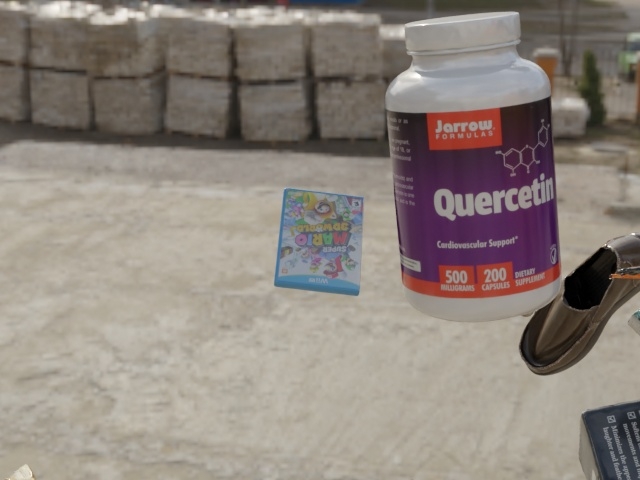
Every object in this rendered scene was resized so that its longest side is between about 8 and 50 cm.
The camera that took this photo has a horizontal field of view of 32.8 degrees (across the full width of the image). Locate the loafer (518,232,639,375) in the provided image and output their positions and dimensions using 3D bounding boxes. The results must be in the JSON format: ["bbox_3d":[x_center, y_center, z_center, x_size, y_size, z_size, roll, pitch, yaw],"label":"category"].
[{"bbox_3d":[0.493,0.118,2.114,0.130,0.366,0.134,6,38,-41],"label":"loafer"}]

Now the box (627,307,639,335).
[{"bbox_3d":[0.631,0.104,1.517,0.322,0.232,0.058,-36,-19,-7],"label":"box"}]

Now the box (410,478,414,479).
[{"bbox_3d":[0.170,0.610,2.190,0.164,0.201,0.021,-30,-8,-9],"label":"box"}]

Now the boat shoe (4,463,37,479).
[{"bbox_3d":[-0.451,0.394,1.656,0.059,0.063,0.170,-29,14,-18],"label":"boat shoe"}]

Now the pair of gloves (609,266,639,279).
[{"bbox_3d":[0.507,0.052,1.743,0.074,0.010,0.083,-4,-13,-1],"label":"pair of gloves"}]

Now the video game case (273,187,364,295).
[{"bbox_3d":[0.000,0.000,1.542,0.119,0.015,0.166,7,54,-3],"label":"video game case"}]

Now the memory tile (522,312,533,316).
[{"bbox_3d":[0.312,0.054,1.820,0.148,0.012,0.113,36,57,7],"label":"memory tile"}]

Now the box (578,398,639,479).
[{"bbox_3d":[0.627,0.393,1.668,0.395,0.212,0.293,-12,57,5],"label":"box"}]

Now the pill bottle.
[{"bbox_3d":[0.168,-0.083,1.207,0.181,0.323,0.181,-6,14,2],"label":"pill bottle"}]
